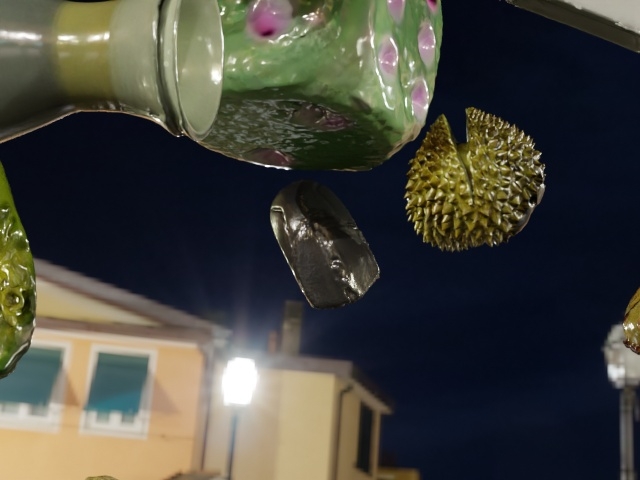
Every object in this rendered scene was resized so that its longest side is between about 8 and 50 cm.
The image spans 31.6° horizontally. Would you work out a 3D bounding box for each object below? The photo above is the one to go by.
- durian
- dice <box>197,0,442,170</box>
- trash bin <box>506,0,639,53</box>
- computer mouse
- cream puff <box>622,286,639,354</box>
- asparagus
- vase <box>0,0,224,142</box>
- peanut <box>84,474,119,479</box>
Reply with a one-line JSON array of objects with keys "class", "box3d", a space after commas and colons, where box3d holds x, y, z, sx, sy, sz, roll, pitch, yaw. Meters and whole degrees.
[{"class": "durian", "box3d": [0.228, -0.061, 1.535, 0.138, 0.193, 0.237, 28, -4, 37]}, {"class": "dice", "box3d": [-0.028, -0.288, 1.530, 0.330, 0.322, 0.318, 0, -16, 28]}, {"class": "trash bin", "box3d": [0.310, -0.399, 1.148, 0.296, 0.367, 0.256, 24, 9, 9]}, {"class": "computer mouse", "box3d": [0.000, 0.000, 1.721, 0.122, 0.217, 0.073, -28, -13, -3]}, {"class": "cream puff", "box3d": [0.318, 0.045, 0.942, 0.084, 0.149, 0.149, 38, -17, 10]}, {"class": "asparagus", "box3d": [-0.373, -0.040, 1.182, 0.108, 0.382, 0.128, 10, -48, -44]}, {"class": "vase", "box3d": [-0.240, -0.136, 0.839, 0.321, 0.173, 0.173, -1, -20, 11]}, {"class": "peanut", "box3d": [-0.177, 0.243, 0.984, 0.054, 0.054, 0.113, 24, 11, -42]}]
